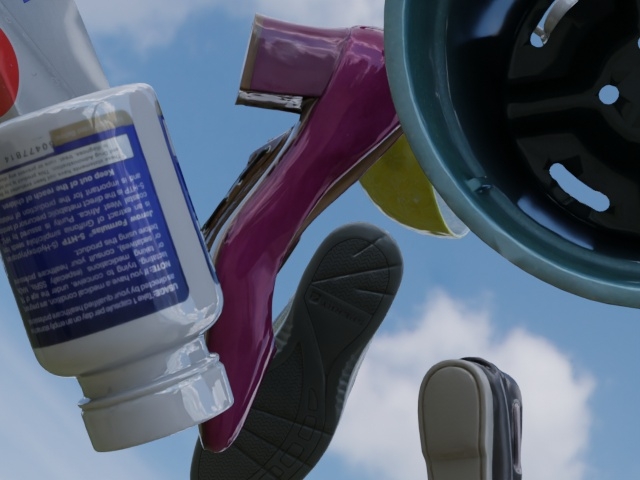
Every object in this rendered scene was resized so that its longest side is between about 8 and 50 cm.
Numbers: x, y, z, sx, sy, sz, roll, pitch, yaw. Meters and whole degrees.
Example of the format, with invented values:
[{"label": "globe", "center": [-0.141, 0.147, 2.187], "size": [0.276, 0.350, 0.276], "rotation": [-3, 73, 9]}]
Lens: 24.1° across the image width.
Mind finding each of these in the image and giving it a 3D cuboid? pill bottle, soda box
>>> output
[{"label": "pill bottle", "center": [-0.117, 0.016, 0.834], "size": [0.112, 0.112, 0.187], "rotation": [-15, -86, 48]}, {"label": "soda box", "center": [-0.225, -0.134, 1.037], "size": [0.091, 0.098, 0.286], "rotation": [-6, -66, 36]}]

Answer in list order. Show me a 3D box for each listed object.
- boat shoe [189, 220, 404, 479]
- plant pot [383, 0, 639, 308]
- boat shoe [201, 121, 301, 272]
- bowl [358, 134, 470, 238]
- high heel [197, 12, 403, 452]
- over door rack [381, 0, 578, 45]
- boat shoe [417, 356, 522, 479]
[{"label": "boat shoe", "center": [-0.018, 0.127, 1.461], "size": [0.118, 0.320, 0.103], "rotation": [28, 4, 6]}, {"label": "plant pot", "center": [0.236, -0.124, 1.032], "size": [0.341, 0.341, 0.334], "rotation": [20, 2, 11]}, {"label": "boat shoe", "center": [-0.038, -0.083, 1.757], "size": [0.110, 0.307, 0.104], "rotation": [41, 1, -41]}, {"label": "bowl", "center": [0.101, -0.141, 1.935], "size": [0.156, 0.289, 0.289], "rotation": [-4, -41, 20]}, {"label": "high heel", "center": [0.000, 0.000, 1.253], "size": [0.181, 0.377, 0.127], "rotation": [11, -1, -6]}, {"label": "over door rack", "center": [0.170, -0.250, 1.538], "size": [0.239, 0.108, 0.324], "rotation": [38, -9, 16]}, {"label": "boat shoe", "center": [0.148, 0.277, 1.398], "size": [0.112, 0.335, 0.095], "rotation": [-5, -12, 41]}]
